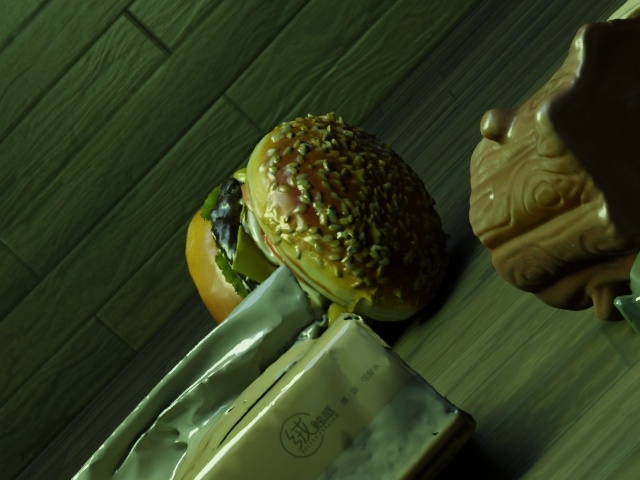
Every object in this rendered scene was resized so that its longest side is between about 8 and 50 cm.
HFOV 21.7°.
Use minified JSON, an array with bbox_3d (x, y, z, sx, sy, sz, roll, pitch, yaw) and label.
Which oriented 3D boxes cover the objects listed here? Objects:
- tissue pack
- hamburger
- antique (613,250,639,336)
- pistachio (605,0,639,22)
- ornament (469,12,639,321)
[{"bbox_3d":[-0.053,0.194,1.374,0.305,0.238,0.238,-47,9,-5],"label":"tissue pack"},{"bbox_3d":[0.000,0.000,1.888,0.225,0.291,0.291,-45,9,31],"label":"hamburger"},{"bbox_3d":[0.274,-0.012,0.954,0.125,0.150,0.284,-39,1,42],"label":"antique"},{"bbox_3d":[0.339,-0.185,1.677,0.145,0.117,0.200,5,-48,-51],"label":"pistachio"},{"bbox_3d":[0.239,-0.045,1.313,0.235,0.221,0.217,-7,-10,-20],"label":"ornament"}]
